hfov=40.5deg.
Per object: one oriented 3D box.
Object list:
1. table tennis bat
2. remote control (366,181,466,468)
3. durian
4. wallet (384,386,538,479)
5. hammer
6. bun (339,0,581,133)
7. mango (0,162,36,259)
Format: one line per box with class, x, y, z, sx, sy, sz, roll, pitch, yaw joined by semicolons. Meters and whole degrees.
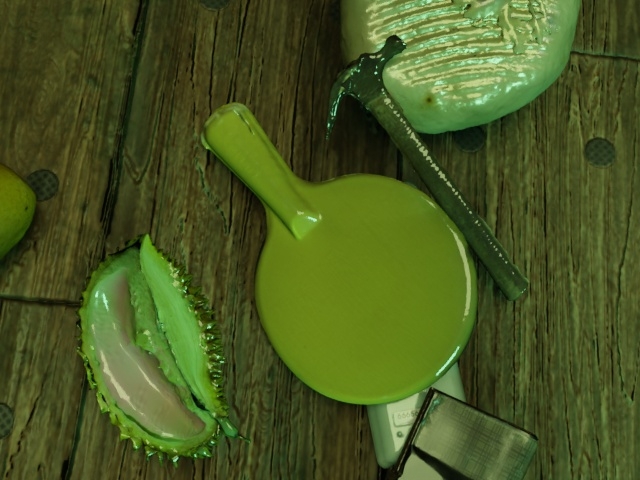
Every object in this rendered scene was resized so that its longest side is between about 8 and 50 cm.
table tennis bat;0.000;0.000;0.888;0.224;0.054;0.368;-45;72;11
remote control;0.083;0.079;0.897;0.103;0.051;0.293;-9;75;-8
durian;-0.153;0.113;0.847;0.137;0.095;0.220;-29;77;24
wallet;0.111;0.268;0.827;0.124;0.042;0.230;26;84;-6
hammer;0.119;-0.061;0.889;0.125;0.027;0.297;-36;97;26
bun;0.149;-0.245;0.945;0.273;0.168;0.272;0;84;2
mango;-0.406;0.004;0.838;0.262;0.130;0.167;-39;86;-19
